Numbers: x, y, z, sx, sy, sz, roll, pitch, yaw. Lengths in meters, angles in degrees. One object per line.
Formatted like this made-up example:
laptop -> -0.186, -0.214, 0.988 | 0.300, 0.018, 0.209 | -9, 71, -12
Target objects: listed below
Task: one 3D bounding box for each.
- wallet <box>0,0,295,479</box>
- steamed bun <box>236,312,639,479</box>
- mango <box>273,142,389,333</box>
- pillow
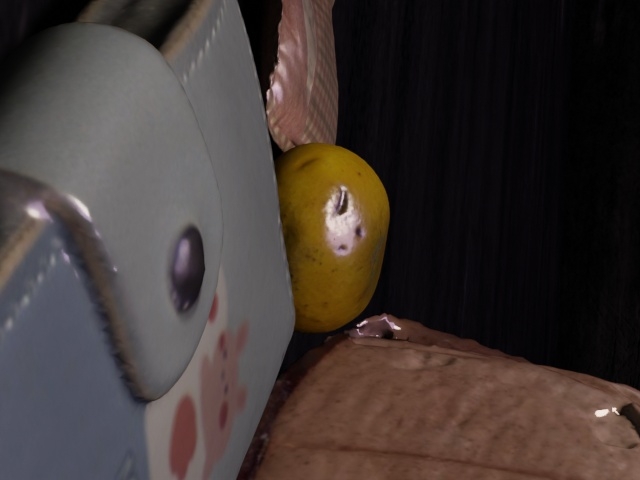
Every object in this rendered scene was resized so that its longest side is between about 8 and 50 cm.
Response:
wallet -> -0.077, 0.055, 0.467 | 0.360, 0.083, 0.252 | -69, 161, -53
steamed bun -> 0.063, 0.194, 0.668 | 0.301, 0.252, 0.199 | -54, 151, -55
mango -> 0.000, 0.000, 0.743 | 0.161, 0.076, 0.103 | 19, 80, -81
pillow -> -0.008, -0.144, 0.777 | 0.135, 0.034, 0.211 | 44, 48, -67
